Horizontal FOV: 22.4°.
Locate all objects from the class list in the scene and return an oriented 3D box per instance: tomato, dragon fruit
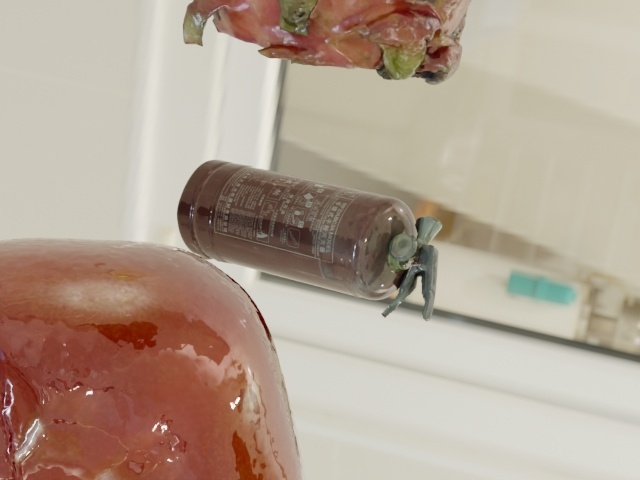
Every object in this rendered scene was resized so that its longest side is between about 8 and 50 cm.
[{"bbox_3d":[-0.150,0.117,0.915,0.226,0.298,0.299,-80,175,-59],"label":"tomato"},{"bbox_3d":[0.024,-0.118,0.720,0.147,0.096,0.102,-2,121,-30],"label":"dragon fruit"}]

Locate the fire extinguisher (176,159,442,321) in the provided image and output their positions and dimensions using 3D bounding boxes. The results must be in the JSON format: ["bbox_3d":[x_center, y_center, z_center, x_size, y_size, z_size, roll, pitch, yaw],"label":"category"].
[{"bbox_3d":[0.000,0.000,1.438,0.105,0.269,0.105,-24,121,-49],"label":"fire extinguisher"}]
